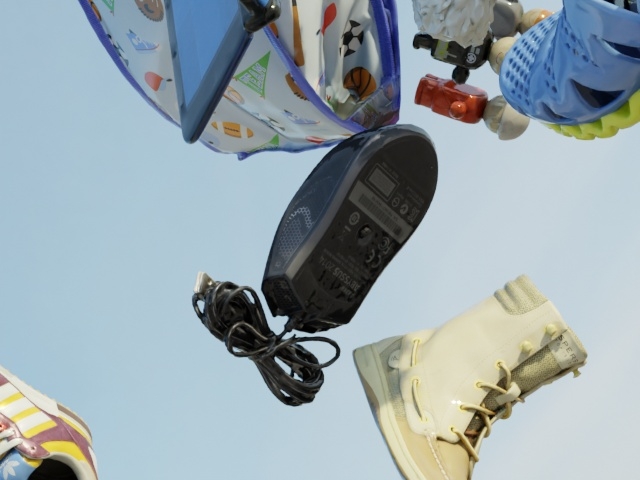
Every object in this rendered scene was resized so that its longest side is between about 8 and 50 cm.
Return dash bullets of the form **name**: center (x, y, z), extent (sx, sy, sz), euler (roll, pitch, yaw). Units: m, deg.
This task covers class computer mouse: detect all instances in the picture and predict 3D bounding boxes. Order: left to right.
- **computer mouse**: center (0.000, 0.000, 1.774), extent (0.272, 0.072, 0.188), euler (-52, -46, -9)

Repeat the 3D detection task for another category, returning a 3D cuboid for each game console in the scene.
- **game console**: center (-0.147, -0.290, 1.903), extent (0.173, 0.293, 0.250), euler (-31, -49, 17)

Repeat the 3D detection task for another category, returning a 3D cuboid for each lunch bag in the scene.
- **lunch bag**: center (-0.095, -0.281, 2.356), extent (0.239, 0.385, 0.328), euler (-41, 21, -32)

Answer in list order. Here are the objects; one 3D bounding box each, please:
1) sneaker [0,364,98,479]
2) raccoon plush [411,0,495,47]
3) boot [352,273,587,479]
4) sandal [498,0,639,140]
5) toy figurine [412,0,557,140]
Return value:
- **sneaker**: center (-0.240, 0.140, 1.435), extent (0.185, 0.084, 0.069), euler (28, -69, -28)
- **raccoon plush**: center (0.213, -0.398, 1.640), extent (0.216, 0.446, 0.299), euler (2, -4, -14)
- **boot**: center (0.155, 0.151, 1.790), extent (0.203, 0.262, 0.095), euler (-26, -53, 2)
- **sandal**: center (0.219, -0.163, 1.355), extent (0.317, 0.138, 0.126), euler (-23, 46, 57)
- **toy figurine**: center (0.212, -0.249, 2.354), extent (0.213, 0.148, 0.209), euler (84, -152, -61)
